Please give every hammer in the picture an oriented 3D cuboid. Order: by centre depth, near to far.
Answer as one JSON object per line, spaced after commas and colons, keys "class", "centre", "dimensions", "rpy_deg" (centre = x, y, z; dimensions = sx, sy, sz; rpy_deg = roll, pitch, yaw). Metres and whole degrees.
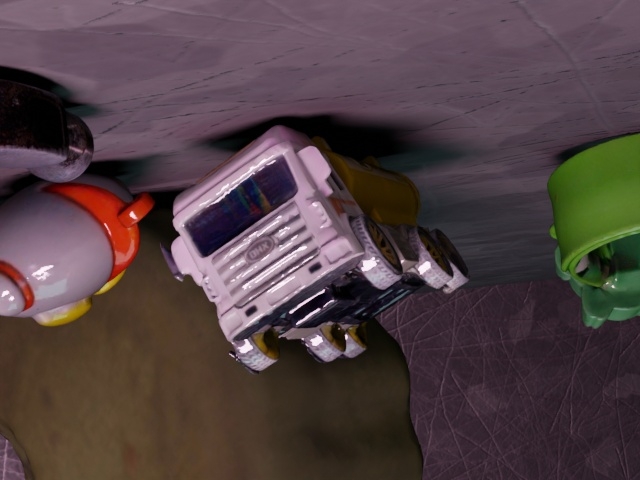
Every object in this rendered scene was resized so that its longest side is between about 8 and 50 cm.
{"class": "hammer", "centre": [-0.248, -0.028, 0.552], "dimensions": [0.290, 0.037, 0.137], "rpy_deg": [-7, 175, 5]}

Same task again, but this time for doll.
{"class": "doll", "centre": [-0.181, 0.013, 0.798], "dimensions": [0.245, 0.076, 0.142], "rpy_deg": [-16, -158, 35]}

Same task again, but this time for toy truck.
{"class": "toy truck", "centre": [0.000, 0.000, 0.769], "dimensions": [0.098, 0.114, 0.227], "rpy_deg": [-35, 167, 15]}

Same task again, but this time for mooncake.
{"class": "mooncake", "centre": [-0.091, 0.141, 0.947], "dimensions": [0.351, 0.351, 0.187], "rpy_deg": [-12, 170, 42]}

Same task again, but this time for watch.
{"class": "watch", "centre": [0.240, -0.022, 0.951], "dimensions": [0.165, 0.131, 0.152], "rpy_deg": [-2, 156, -4]}
